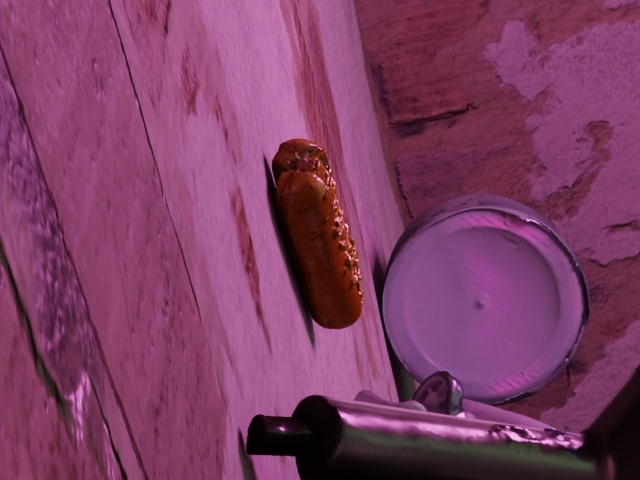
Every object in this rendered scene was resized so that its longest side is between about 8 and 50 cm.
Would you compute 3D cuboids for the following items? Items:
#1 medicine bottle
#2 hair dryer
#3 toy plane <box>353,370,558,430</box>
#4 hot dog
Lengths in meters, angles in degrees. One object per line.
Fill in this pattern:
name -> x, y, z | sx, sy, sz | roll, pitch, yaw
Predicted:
medicine bottle -> 0.201, 0.060, 2.329 | 0.290, 0.245, 0.245 | -57, 135, -82
hair dryer -> 0.067, 0.153, 1.095 | 0.155, 0.284, 0.320 | -95, -157, -52
toy plane -> 0.101, 0.167, 1.307 | 0.244, 0.245, 0.117 | 61, 52, -73
hot dog -> 0.000, 0.000, 1.376 | 0.071, 0.045, 0.165 | -99, 174, -46
